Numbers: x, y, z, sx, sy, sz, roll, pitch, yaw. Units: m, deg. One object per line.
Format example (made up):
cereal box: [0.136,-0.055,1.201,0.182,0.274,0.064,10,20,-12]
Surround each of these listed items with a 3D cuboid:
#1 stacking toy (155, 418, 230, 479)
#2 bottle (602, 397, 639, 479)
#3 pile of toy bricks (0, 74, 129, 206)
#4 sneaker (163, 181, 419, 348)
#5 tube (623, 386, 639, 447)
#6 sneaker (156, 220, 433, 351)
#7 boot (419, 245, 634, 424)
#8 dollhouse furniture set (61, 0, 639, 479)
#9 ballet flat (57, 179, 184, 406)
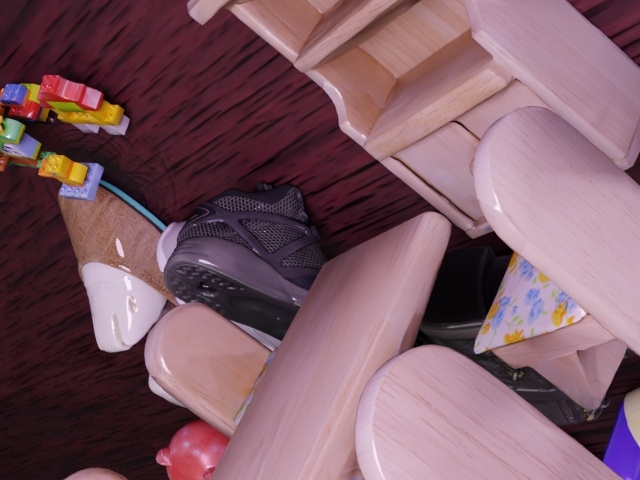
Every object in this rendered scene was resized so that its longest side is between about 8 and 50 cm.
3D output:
stacking toy: [-0.028,0.318,1.251,0.309,0.130,0.279,3,104,31]
bottle: [0.372,0.216,0.926,0.283,0.118,0.092,16,147,20]
pile of toy bricks: [-0.282,-0.090,0.970,0.212,0.118,0.105,6,162,30]
sneaker: [-0.009,0.027,0.954,0.227,0.130,0.087,26,140,-11]
tube: [0.330,0.088,0.792,0.240,0.062,0.070,-31,160,29]
sneaker: [-0.019,0.057,1.050,0.281,0.105,0.115,34,115,-2]
boot: [0.201,0.086,0.918,0.263,0.091,0.229,1,151,26]
dollhouse furniture set: [0.000,0.000,0.630,0.256,0.394,0.362,38,147,-16]
ballet flat: [-0.149,0.087,1.135,0.116,0.124,0.342,-9,133,45]
